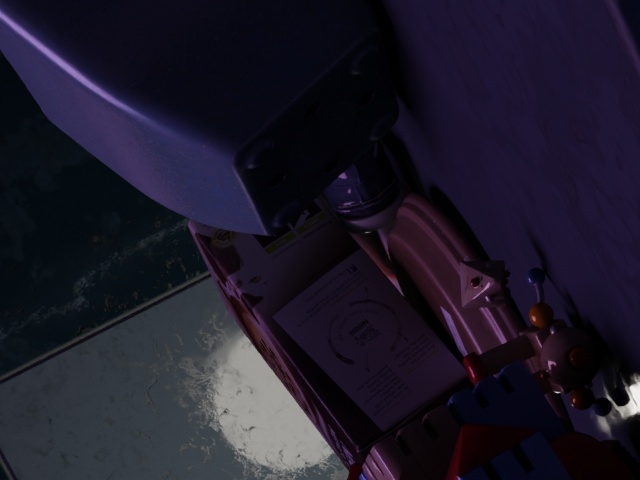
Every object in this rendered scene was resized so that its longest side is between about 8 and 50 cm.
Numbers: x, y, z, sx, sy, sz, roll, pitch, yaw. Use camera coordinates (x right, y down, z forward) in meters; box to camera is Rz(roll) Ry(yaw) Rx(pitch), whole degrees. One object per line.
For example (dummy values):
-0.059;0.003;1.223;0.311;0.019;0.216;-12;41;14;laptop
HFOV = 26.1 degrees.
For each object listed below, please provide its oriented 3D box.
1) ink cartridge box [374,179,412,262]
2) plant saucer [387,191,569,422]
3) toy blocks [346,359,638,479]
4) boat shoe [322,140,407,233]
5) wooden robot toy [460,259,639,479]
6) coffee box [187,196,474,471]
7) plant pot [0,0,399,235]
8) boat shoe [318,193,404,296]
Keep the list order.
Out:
0.101;0.028;1.371;0.145;0.045;0.179;62;180;11;ink cartridge box
0.130;0.088;1.183;0.278;0.041;0.278;61;173;12;plant saucer
0.120;0.195;0.764;0.261;0.191;0.381;58;163;17;toy blocks
0.009;-0.094;1.327;0.254;0.095;0.079;-112;-3;-59;boat shoe
0.139;0.083;0.829;0.173;0.076;0.079;63;167;1;wooden robot toy
0.015;0.092;1.269;0.297;0.119;0.168;50;168;34;coffee box
-0.081;-0.150;1.062;0.252;0.247;0.248;44;170;23;plant pot
0.000;0.000;1.478;0.319;0.099;0.116;43;-156;-28;boat shoe
